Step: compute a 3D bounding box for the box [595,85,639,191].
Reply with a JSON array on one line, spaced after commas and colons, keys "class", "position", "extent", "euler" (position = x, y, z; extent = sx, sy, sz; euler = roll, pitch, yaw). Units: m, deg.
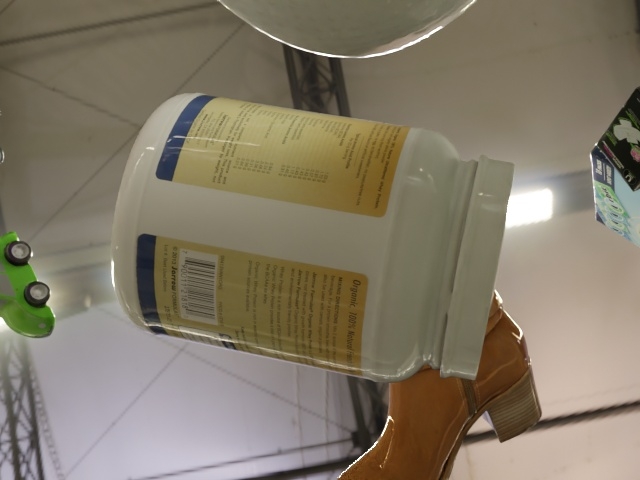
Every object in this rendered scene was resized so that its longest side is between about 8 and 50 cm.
[{"class": "box", "position": [0.266, -0.088, 0.699], "extent": [0.062, 0.052, 0.083], "euler": [-26, -19, -17]}]

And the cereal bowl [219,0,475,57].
[{"class": "cereal bowl", "position": [0.032, -0.311, 0.639], "extent": [0.339, 0.338, 0.141], "euler": [34, -24, -27]}]

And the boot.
[{"class": "boot", "position": [0.103, 0.167, 1.004], "extent": [0.284, 0.109, 0.220], "euler": [-27, -68, -3]}]

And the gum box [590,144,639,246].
[{"class": "gum box", "position": [0.348, -0.017, 0.857], "extent": [0.041, 0.184, 0.157], "euler": [-50, -29, -6]}]

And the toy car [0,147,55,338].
[{"class": "toy car", "position": [-0.304, -0.010, 0.800], "extent": [0.053, 0.224, 0.239], "euler": [-21, -13, -35]}]

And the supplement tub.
[{"class": "supplement tub", "position": [0.000, 0.000, 0.807], "extent": [0.317, 0.228, 0.228], "euler": [11, -56, 10]}]
